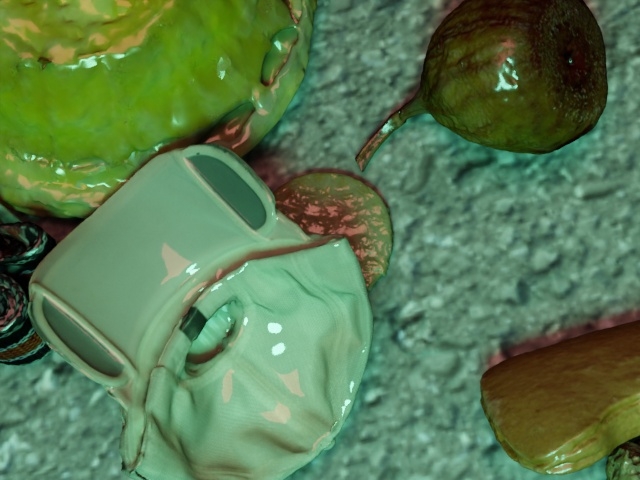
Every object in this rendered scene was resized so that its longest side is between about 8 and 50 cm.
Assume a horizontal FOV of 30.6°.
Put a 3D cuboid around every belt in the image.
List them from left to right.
[{"bbox_3d":[-0.375,0.036,0.937,0.360,0.094,0.126,-3,70,10],"label":"belt"}]

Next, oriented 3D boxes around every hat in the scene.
[{"bbox_3d":[-0.092,0.060,0.867,0.219,0.164,0.226,-43,48,-12],"label":"hat"}]

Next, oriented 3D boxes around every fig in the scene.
[{"bbox_3d":[0.118,-0.116,0.904,0.201,0.146,0.133,-22,56,45],"label":"fig"}]

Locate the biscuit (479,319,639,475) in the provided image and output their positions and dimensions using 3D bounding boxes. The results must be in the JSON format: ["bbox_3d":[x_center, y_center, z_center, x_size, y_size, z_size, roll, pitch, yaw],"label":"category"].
[{"bbox_3d":[0.207,0.105,0.765,0.192,0.186,0.036,-16,111,3],"label":"biscuit"}]

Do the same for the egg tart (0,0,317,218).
[{"bbox_3d":[-0.192,-0.208,0.960,0.388,0.169,0.387,-2,71,5],"label":"egg tart"}]

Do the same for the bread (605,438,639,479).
[{"bbox_3d":[0.239,0.155,0.782,0.113,0.082,0.060,-12,53,-15],"label":"bread"}]

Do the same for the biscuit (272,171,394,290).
[{"bbox_3d":[0.000,0.000,0.919,0.120,0.015,0.120,-3,69,9],"label":"biscuit"}]
